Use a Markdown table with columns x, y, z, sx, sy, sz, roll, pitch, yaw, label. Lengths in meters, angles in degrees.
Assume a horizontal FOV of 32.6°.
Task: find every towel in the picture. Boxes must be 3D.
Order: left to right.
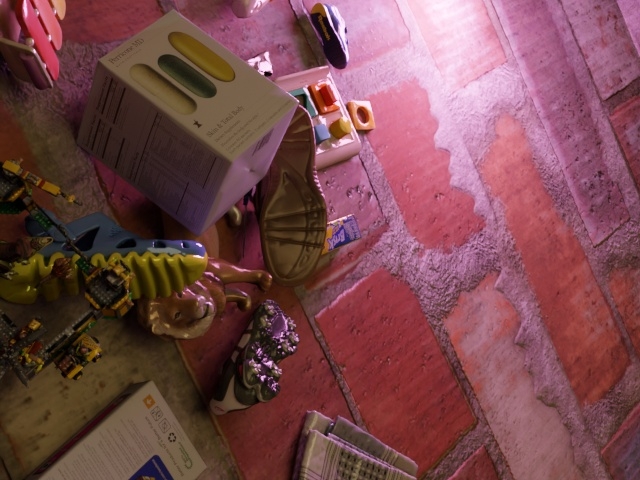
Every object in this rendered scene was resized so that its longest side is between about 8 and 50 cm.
| x | y | z | sx | sy | sz | roll | pitch | yaw | label |
| --- | --- | --- | --- | --- | --- | --- | --- | --- | --- |
| 0.060 | 0.500 | 1.991 | 0.312 | 0.056 | 0.324 | 33 | 55 | -33 | towel |

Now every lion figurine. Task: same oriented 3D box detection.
| x | y | z | sx | sy | sz | roll | pitch | yaw | label |
| --- | --- | --- | --- | --- | --- | --- | --- | --- | --- |
| -0.213 | -0.007 | 1.851 | 0.240 | 0.142 | 0.392 | 10 | 56 | -35 | lion figurine |

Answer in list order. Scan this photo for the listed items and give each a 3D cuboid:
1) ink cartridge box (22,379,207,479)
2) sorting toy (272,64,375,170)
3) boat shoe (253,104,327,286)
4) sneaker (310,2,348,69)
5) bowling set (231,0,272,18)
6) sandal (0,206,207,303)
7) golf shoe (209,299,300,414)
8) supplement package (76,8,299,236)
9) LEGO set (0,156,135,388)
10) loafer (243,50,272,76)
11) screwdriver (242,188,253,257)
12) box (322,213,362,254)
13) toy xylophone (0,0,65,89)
| x | y | z | sx | sy | sz | roll | pitch | yaw | label |
| --- | --- | --- | --- | --- | --- | --- | --- | --- | --- |
| -0.337 | 0.384 | 1.629 | 0.371 | 0.069 | 0.175 | -43 | 108 | -46 | ink cartridge box |
| 0.002 | -0.248 | 2.181 | 0.348 | 0.047 | 0.196 | -24 | 94 | -46 | sorting toy |
| -0.064 | -0.074 | 1.997 | 0.123 | 0.123 | 0.342 | -1 | 75 | -14 | boat shoe |
| 0.032 | -0.425 | 2.265 | 0.059 | 0.053 | 0.144 | -20 | 92 | -48 | sneaker |
| -0.147 | -0.586 | 2.059 | 0.200 | 0.287 | 0.154 | 34 | 40 | 9 | bowling set |
| -0.330 | 0.013 | 1.658 | 0.317 | 0.126 | 0.138 | 2 | 57 | -14 | sandal |
| -0.119 | 0.196 | 1.888 | 0.105 | 0.120 | 0.273 | 51 | 25 | -12 | golf shoe |
| -0.216 | -0.191 | 1.767 | 0.263 | 0.198 | 0.199 | 37 | 48 | 7 | supplement package |
| -0.415 | 0.029 | 1.470 | 0.255 | 0.192 | 0.331 | -35 | 79 | -15 | LEGO set |
| -0.134 | -0.314 | 2.061 | 0.148 | 0.056 | 0.050 | -39 | 98 | -44 | loafer |
| -0.140 | -0.051 | 2.001 | 0.025 | 0.024 | 0.169 | 10 | 75 | -11 | screwdriver |
| 0.000 | 0.000 | 2.089 | 0.169 | 0.059 | 0.054 | -20 | 90 | -46 | box |
| -0.449 | -0.404 | 1.691 | 0.236 | 0.081 | 0.322 | 81 | 13 | -76 | toy xylophone |
